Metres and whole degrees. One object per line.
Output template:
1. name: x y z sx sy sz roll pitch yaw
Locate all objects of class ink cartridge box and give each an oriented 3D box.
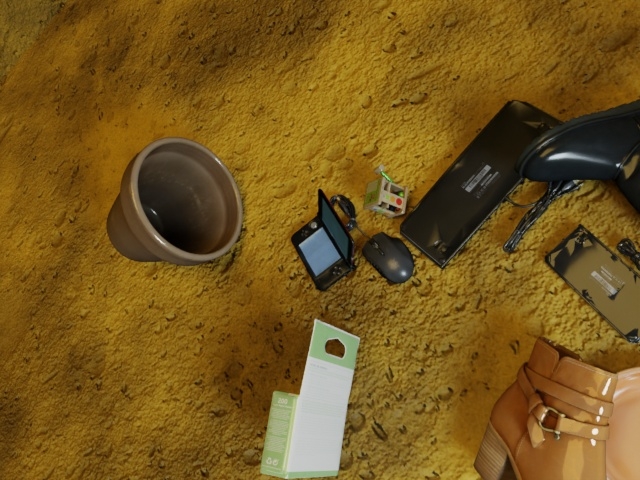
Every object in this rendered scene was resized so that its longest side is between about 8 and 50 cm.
1. ink cartridge box: -0.010 0.257 0.919 0.056 0.171 0.235 -1 71 30

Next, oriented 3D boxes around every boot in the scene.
1. boot: 0.335 0.269 0.715 0.220 0.109 0.283 -67 26 7
2. boot: 0.439 -0.089 0.817 0.247 0.094 0.207 -20 59 -3

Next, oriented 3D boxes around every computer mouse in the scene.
1. computer mouse: 0.085 -0.011 1.046 0.071 0.041 0.242 -48 55 6

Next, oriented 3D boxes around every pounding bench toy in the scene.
1. pounding bench toy: 0.124 -0.091 1.036 0.052 0.065 0.083 -17 59 60

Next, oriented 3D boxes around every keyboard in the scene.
1. keyboard: 0.299 -0.079 0.958 0.317 0.033 0.201 -49 55 6
2. keyboard: 0.433 0.052 0.837 0.108 0.023 0.180 -46 57 14

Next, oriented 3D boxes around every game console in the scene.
1. game console: 0.000 0.000 1.063 0.124 0.085 0.144 -38 57 12

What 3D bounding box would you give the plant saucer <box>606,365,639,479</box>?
1. plant saucer: 0.443 0.267 0.740 0.200 0.037 0.200 -11 66 26

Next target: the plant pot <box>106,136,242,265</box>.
1. plant pot: -0.335 -0.057 1.199 0.229 0.263 0.263 -21 61 40
